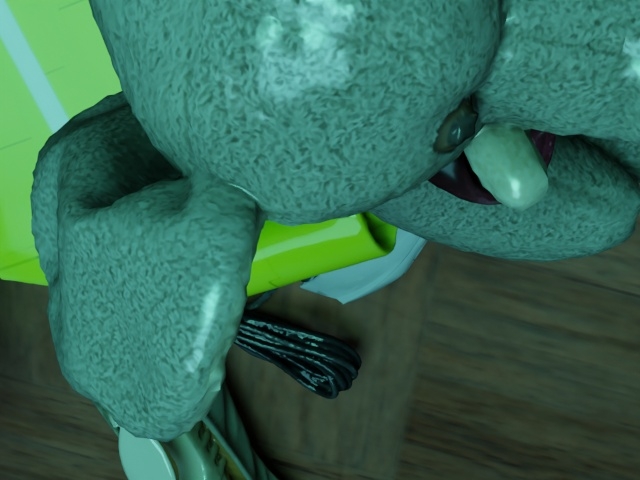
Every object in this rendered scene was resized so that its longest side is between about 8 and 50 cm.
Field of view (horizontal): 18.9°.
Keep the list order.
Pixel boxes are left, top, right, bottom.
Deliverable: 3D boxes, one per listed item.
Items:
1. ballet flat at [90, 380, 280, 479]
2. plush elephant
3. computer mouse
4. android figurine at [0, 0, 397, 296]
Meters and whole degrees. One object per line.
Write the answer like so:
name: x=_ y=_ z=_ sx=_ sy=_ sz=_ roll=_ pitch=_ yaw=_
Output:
ballet flat: x=-0.058 y=0.124 z=0.933 sx=0.072 sy=0.068 sz=0.213 roll=-5 pitch=131 yaw=24
plush elephant: x=0.044 y=-0.084 z=0.509 sx=0.330 sy=0.255 sz=0.272 roll=13 pitch=121 yaw=1
computer mouse: x=0.000 y=0.000 z=0.809 sx=0.106 sy=0.042 sz=0.193 roll=30 pitch=136 yaw=-8
android figurine: x=-0.068 y=-0.081 z=0.705 sx=0.272 sy=0.056 sz=0.248 roll=-19 pitch=115 yaw=19
